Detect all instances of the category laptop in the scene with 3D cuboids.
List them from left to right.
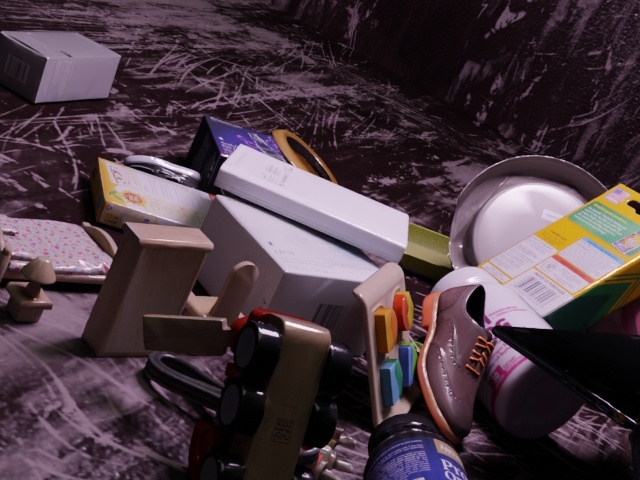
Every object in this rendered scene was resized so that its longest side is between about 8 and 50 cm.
[{"bbox_3d":[0.454,0.321,1.538,0.381,0.236,0.408,8,20,-42],"label":"laptop"}]

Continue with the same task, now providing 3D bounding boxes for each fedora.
[{"bbox_3d":[-0.045,-0.134,2.208,0.194,0.079,0.194,43,17,-17],"label":"fedora"}]

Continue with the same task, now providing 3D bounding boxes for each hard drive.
[{"bbox_3d":[-0.007,-0.063,1.763,0.307,0.040,0.203,24,16,-1],"label":"hard drive"}]

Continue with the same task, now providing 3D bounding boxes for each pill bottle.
[{"bbox_3d":[0.115,0.299,1.275,0.122,0.123,0.219,21,21,-15],"label":"pill bottle"},{"bbox_3d":[0.288,0.170,1.759,0.160,0.160,0.283,14,22,-31],"label":"pill bottle"}]

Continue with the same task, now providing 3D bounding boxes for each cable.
[{"bbox_3d":[-0.095,0.222,1.336,0.287,0.072,0.139,17,17,7],"label":"cable"}]

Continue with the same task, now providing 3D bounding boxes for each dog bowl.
[{"bbox_3d":[0.404,0.019,2.078,0.348,0.349,0.102,28,-18,5],"label":"dog bowl"}]

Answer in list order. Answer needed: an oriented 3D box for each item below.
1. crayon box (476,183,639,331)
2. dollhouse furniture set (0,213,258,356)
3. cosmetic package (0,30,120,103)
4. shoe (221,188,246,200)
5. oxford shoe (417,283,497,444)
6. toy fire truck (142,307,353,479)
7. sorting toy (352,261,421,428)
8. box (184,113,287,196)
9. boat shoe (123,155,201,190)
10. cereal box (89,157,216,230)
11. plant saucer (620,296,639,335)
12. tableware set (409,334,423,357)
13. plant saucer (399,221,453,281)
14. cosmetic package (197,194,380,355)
[{"bbox_3d":[0.465,0.040,1.921,0.322,0.083,0.203,-29,33,-12],"label":"crayon box"},{"bbox_3d":[-0.295,-0.016,1.491,0.303,0.174,0.355,6,28,-44],"label":"dollhouse furniture set"},{"bbox_3d":[-0.514,-0.340,2.146,0.127,0.107,0.238,29,23,16],"label":"cosmetic package"},{"bbox_3d":[-0.094,-0.028,1.896,0.058,0.077,0.219,-21,63,-38],"label":"shoe"},{"bbox_3d":[0.207,0.172,1.629,0.097,0.098,0.271,41,36,-37],"label":"oxford shoe"},{"bbox_3d":[-0.105,0.173,1.231,0.158,0.217,0.246,15,1,-27],"label":"toy fire truck"},{"bbox_3d":[0.104,0.149,1.566,0.038,0.208,0.193,-7,9,21],"label":"sorting toy"},{"bbox_3d":[-0.155,-0.134,2.058,0.153,0.108,0.207,16,22,-24],"label":"box"},{"bbox_3d":[-0.281,-0.114,1.949,0.142,0.049,0.040,14,61,-18],"label":"boat shoe"},{"bbox_3d":[-0.255,-0.050,1.811,0.240,0.047,0.173,19,20,-23],"label":"cereal box"},{"bbox_3d":[0.620,0.194,1.998,0.084,0.332,0.332,-13,3,26],"label":"plant saucer"},{"bbox_3d":[0.134,0.178,1.751,0.154,0.024,0.104,19,21,-19],"label":"tableware set"},{"bbox_3d":[0.216,0.031,2.194,0.188,0.045,0.188,20,21,-16],"label":"plant saucer"},{"bbox_3d":[-0.047,0.052,1.680,0.224,0.138,0.224,8,25,-41],"label":"cosmetic package"}]
